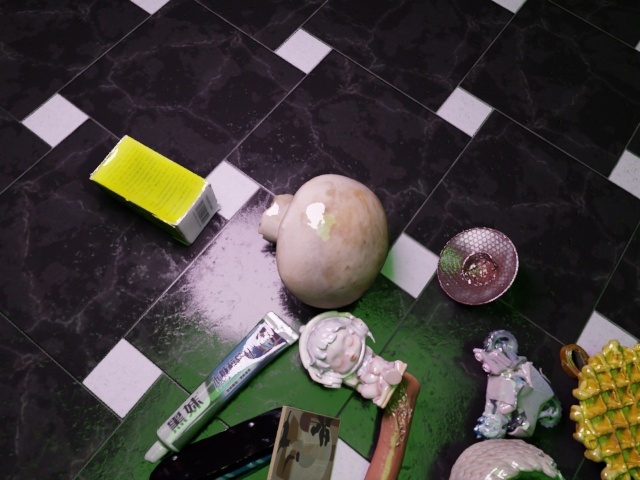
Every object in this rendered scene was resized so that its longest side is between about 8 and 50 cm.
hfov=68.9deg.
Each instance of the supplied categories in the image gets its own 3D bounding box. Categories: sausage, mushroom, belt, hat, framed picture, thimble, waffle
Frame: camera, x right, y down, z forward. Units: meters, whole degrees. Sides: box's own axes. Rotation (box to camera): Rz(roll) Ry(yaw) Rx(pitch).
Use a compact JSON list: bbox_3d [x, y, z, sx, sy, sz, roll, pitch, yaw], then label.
[{"bbox_3d":[0.143,0.424,0.970,0.078,0.078,0.304,20,70,4],"label":"sausage"},{"bbox_3d":[0.000,0.000,1.050,0.290,0.297,0.298,11,64,40],"label":"mushroom"},{"bbox_3d":[0.588,0.281,1.074,0.059,0.036,0.083,-18,72,-9],"label":"belt"},{"bbox_3d":[0.384,0.071,1.121,0.193,0.082,0.193,-17,59,30],"label":"hat"},{"bbox_3d":[-0.025,0.408,0.915,0.010,0.201,0.136,-4,64,35],"label":"framed picture"},{"bbox_3d":[0.360,0.493,0.895,0.219,0.150,0.219,1,86,-11],"label":"thimble"},{"bbox_3d":[0.671,0.379,1.015,0.283,0.065,0.309,32,75,-1],"label":"waffle"}]

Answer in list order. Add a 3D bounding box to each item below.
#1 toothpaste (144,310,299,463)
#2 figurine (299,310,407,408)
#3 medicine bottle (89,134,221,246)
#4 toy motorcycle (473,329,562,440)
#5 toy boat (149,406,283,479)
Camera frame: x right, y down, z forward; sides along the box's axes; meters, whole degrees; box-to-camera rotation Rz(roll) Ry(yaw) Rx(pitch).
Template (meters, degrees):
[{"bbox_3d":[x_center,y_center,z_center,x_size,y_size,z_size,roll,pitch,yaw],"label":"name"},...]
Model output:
[{"bbox_3d":[-0.211,0.312,0.994,0.098,0.061,0.392,37,69,24],"label":"toothpaste"},{"bbox_3d":[0.056,0.246,0.994,0.236,0.141,0.162,36,76,9],"label":"figurine"},{"bbox_3d":[-0.381,-0.115,1.103,0.250,0.137,0.141,29,70,8],"label":"medicine bottle"},{"bbox_3d":[0.395,0.336,1.001,0.204,0.108,0.239,-36,75,-15],"label":"toy motorcycle"},{"bbox_3d":[-0.180,0.445,0.926,0.298,0.134,0.092,-21,105,-7],"label":"toy boat"}]
